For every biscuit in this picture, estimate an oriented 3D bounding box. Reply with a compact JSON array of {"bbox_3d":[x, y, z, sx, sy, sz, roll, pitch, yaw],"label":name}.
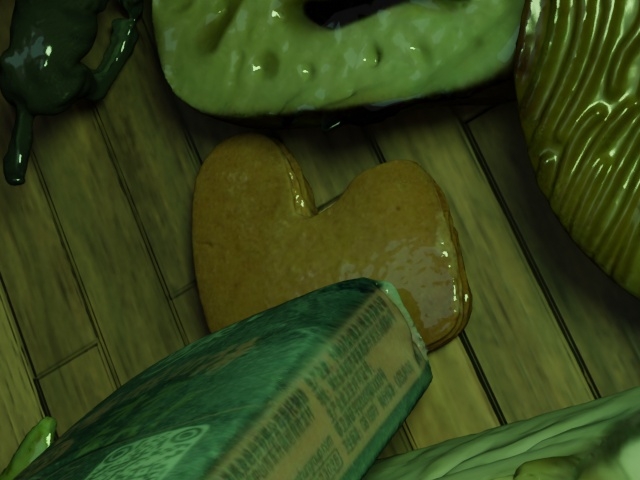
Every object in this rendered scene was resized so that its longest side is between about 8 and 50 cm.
[{"bbox_3d":[0.270,-0.097,0.945,0.318,0.040,0.318,0,89,12],"label":"biscuit"},{"bbox_3d":[0.000,0.000,1.110,0.192,0.036,0.186,-16,72,22],"label":"biscuit"}]

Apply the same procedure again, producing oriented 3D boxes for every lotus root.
[{"bbox_3d":[0.026,-0.238,1.109,0.390,0.111,0.375,45,102,23],"label":"lotus root"}]

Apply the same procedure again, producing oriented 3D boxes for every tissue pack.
[{"bbox_3d":[-0.085,0.143,0.954,0.228,0.316,0.103,-24,99,27],"label":"tissue pack"}]

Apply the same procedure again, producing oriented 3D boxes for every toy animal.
[{"bbox_3d":[-0.191,-0.160,1.166,0.084,0.148,0.232,22,104,11],"label":"toy animal"}]

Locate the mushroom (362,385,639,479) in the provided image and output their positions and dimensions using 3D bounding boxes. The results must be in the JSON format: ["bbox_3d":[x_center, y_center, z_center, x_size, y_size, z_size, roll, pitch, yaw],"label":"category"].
[{"bbox_3d":[0.079,0.269,0.946,0.397,0.224,0.313,-19,91,35],"label":"mushroom"}]

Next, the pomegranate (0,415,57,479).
[{"bbox_3d":[-0.244,0.243,1.103,0.211,0.211,0.263,18,53,28],"label":"pomegranate"}]
